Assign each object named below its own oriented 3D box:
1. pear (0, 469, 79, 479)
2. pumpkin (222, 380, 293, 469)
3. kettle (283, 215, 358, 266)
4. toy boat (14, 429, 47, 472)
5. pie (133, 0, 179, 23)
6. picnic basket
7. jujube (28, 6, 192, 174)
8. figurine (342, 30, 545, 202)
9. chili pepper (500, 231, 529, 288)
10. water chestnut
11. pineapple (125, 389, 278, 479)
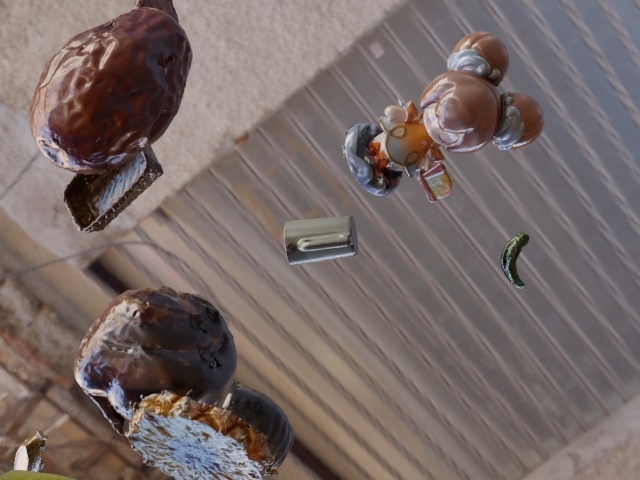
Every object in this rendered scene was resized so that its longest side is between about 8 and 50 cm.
[{"bbox_3d":[-0.474,0.479,1.255,0.165,0.399,0.399,37,-174,4],"label":"pear"},{"bbox_3d":[-0.219,0.495,2.210,0.296,0.296,0.296,50,-173,-9],"label":"pumpkin"},{"bbox_3d":[0.000,-0.005,1.892,0.127,0.148,0.098,60,-154,-64],"label":"kettle"},{"bbox_3d":[-0.550,0.416,1.700,0.049,0.149,0.047,-19,-127,-45],"label":"toy boat"},{"bbox_3d":[-0.331,-0.432,1.794,0.154,0.036,0.154,-3,-90,-66],"label":"pie"},{"bbox_3d":[-0.353,-0.100,1.521,0.055,0.193,0.110,11,-136,-61],"label":"picnic basket"},{"bbox_3d":[-0.311,-0.226,1.337,0.197,0.290,0.197,22,149,14],"label":"jujube"},{"bbox_3d":[0.272,-0.255,1.992,0.276,0.388,0.248,56,-139,-7],"label":"figurine"},{"bbox_3d":[0.403,0.039,1.859,0.035,0.055,0.118,24,-108,-73],"label":"chili pepper"},{"bbox_3d":[-0.282,0.221,1.567,0.289,0.244,0.289,40,-151,-28],"label":"water chestnut"},{"bbox_3d":[-0.152,0.267,1.146,0.221,0.221,0.047,48,-135,-27],"label":"pineapple"}]
